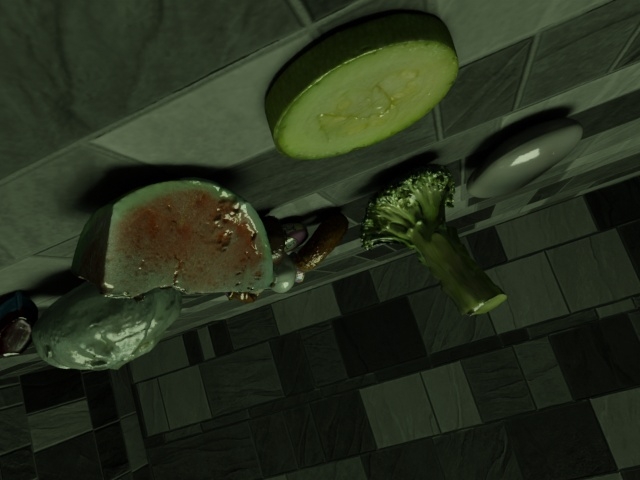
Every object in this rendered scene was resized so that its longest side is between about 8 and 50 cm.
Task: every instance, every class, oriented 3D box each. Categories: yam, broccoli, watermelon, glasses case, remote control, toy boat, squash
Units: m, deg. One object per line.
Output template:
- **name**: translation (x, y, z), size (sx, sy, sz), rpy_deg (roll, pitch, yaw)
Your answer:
- **yam**: translation (-0.219, 0.026, 0.995), size (0.280, 0.131, 0.131), rpy_deg (-12, 168, -25)
- **broccoli**: translation (0.270, -0.014, 1.026), size (0.252, 0.361, 0.221), rpy_deg (-58, 154, 5)
- **watermelon**: translation (-0.212, 0.012, 0.743), size (0.305, 0.180, 0.224), rpy_deg (5, 150, -46)
- **glasses case**: translation (-0.181, 0.028, 1.177), size (0.317, 0.075, 0.123), rpy_deg (-20, 172, 2)
- **remote control**: translation (0.468, -0.185, 1.093), size (0.221, 0.103, 0.332), rpy_deg (-23, 170, -6)
- **toy boat**: translation (-0.710, 0.185, 1.080), size (0.100, 0.097, 0.223), rpy_deg (-4, 146, -42)
- **squash**: translation (0.055, -0.181, 0.586), size (0.252, 0.048, 0.252), rpy_deg (-18, 169, -4)

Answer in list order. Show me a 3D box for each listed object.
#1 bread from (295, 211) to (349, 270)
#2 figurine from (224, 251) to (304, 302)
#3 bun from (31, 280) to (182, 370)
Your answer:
- **bread**: translation (0.000, 0.000, 1.206), size (0.193, 0.064, 0.193), rpy_deg (-48, -173, 8)
- **figurine**: translation (-0.188, 0.109, 1.424), size (0.264, 0.142, 0.190), rpy_deg (-12, -178, -29)
- **bun**: translation (-0.486, 0.197, 1.113), size (0.355, 0.194, 0.354), rpy_deg (-31, 173, -4)
